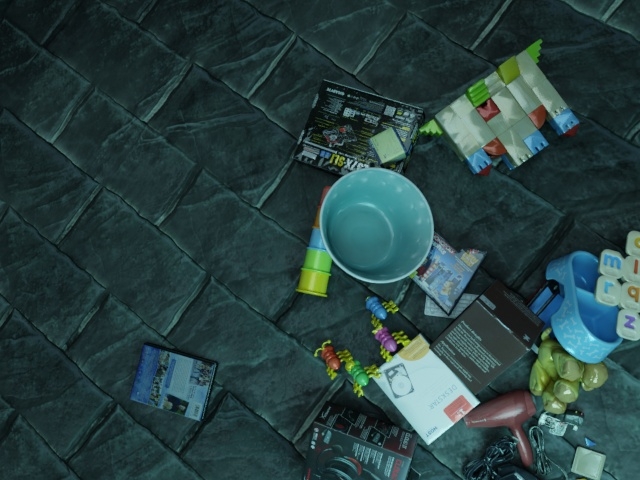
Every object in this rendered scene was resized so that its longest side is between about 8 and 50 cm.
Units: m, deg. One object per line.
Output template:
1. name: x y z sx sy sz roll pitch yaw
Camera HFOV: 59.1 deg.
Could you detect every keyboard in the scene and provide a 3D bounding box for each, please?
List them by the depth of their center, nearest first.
1. keyboard: 0.419 0.184 1.552 0.256 0.014 0.072 6 84 14

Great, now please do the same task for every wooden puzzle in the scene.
1. wooden puzzle: 0.684 0.570 1.442 0.079 0.014 0.116 23 89 11

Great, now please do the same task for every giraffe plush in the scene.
1. giraffe plush: 0.636 0.323 1.417 0.171 0.210 0.181 8 128 -9

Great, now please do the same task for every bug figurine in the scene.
1. bug figurine: 0.115 0.282 1.542 0.279 0.072 0.216 -48 38 2

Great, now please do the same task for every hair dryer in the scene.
1. hair dryer: 0.514 0.499 1.456 0.294 0.080 0.223 19 88 15

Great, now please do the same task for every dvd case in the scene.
1. dvd case: -0.447 0.428 1.721 0.253 0.022 0.180 12 85 15

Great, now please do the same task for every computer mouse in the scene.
1. computer mouse: 0.519 0.634 1.435 0.272 0.072 0.188 45 120 18

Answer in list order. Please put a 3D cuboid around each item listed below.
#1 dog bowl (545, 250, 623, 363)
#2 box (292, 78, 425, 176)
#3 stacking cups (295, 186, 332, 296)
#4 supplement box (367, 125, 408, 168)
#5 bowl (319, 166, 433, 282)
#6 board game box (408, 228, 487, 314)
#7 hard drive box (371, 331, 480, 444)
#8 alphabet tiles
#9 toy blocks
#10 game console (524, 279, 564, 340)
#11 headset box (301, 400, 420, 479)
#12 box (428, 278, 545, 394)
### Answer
1. dog bowl: 0.652 0.150 1.386 0.166 0.074 0.297 21 50 -11
2. box: 0.111 -0.302 1.654 0.322 0.079 0.257 20 90 15
3. stacking cups: 0.000 0.000 1.633 0.096 0.096 0.315 8 84 14
4. supplement box: 0.187 -0.256 1.562 0.083 0.056 0.083 -27 78 8
5. bowl: 0.134 -0.027 1.540 0.312 0.163 0.311 2 78 -11
6. board game box: 0.351 0.071 1.556 0.194 0.060 0.194 -44 71 1
7. hard drive box: 0.282 0.392 1.520 0.181 0.089 0.232 -43 76 6
8. alphabet tiles: 0.802 0.121 1.348 0.284 0.021 0.277 16 70 4
9. toy blocks: 0.499 -0.312 1.528 0.382 0.191 0.260 -36 88 5
10. game console: 0.602 0.183 1.476 0.144 0.124 0.085 -50 49 3
11. headset box: 0.115 0.583 1.487 0.294 0.110 0.217 17 112 14
12. box: 0.419 0.242 1.427 0.168 0.167 0.203 46 124 14
